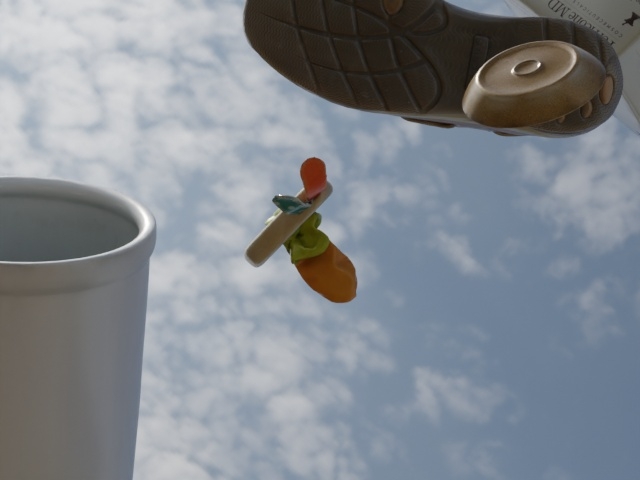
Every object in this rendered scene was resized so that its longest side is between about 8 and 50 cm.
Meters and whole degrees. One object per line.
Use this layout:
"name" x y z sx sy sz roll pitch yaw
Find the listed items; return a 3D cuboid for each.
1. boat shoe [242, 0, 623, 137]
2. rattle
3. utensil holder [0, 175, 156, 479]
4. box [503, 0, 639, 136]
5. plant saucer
"boat shoe" 0.090 -0.151 1.005 0.324 0.123 0.116 17 -2 1
"rattle" 0.000 0.000 1.279 0.143 0.130 0.199 59 -30 5
"utensil holder" -0.376 0.148 1.460 0.327 0.327 0.385 16 -68 29
"box" 0.297 -0.214 1.166 0.181 0.119 0.182 49 7 38
"plant saucer" 0.120 -0.094 0.668 0.083 0.083 0.015 6 -48 37
